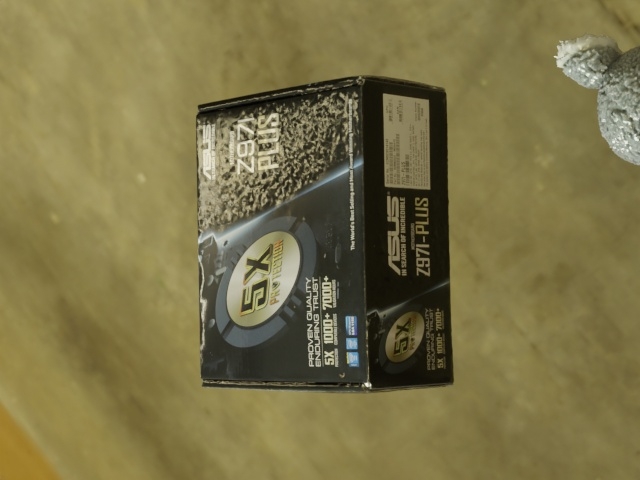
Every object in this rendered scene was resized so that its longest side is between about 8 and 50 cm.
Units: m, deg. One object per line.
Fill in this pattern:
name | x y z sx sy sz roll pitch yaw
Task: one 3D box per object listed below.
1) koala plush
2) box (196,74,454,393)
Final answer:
koala plush | 0.316 -0.109 1.150 0.196 0.221 0.203 60 138 32
box | 0.000 0.000 0.836 0.147 0.077 0.180 -3 86 46
